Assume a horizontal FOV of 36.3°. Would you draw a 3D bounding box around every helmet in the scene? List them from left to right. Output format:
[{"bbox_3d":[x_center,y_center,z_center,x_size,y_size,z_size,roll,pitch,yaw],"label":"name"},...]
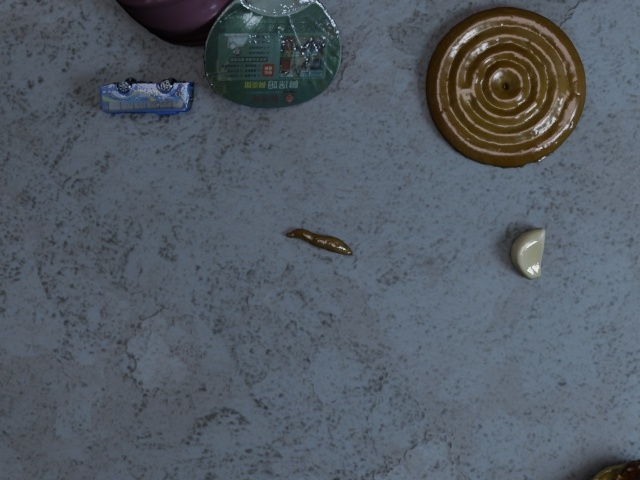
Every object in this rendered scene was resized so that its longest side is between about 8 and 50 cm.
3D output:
[{"bbox_3d":[-0.239,-0.478,1.530,0.270,0.197,0.338,-26,88,6],"label":"helmet"}]

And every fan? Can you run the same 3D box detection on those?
[{"bbox_3d":[-0.048,-0.333,1.534,0.223,0.012,0.294,25,107,-28],"label":"fan"}]

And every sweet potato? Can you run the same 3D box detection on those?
[{"bbox_3d":[0.000,0.000,1.586,0.115,0.026,0.026,19,90,6],"label":"sweet potato"}]

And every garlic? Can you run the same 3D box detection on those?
[{"bbox_3d":[0.330,0.021,1.555,0.053,0.041,0.083,0,97,-9],"label":"garlic"}]

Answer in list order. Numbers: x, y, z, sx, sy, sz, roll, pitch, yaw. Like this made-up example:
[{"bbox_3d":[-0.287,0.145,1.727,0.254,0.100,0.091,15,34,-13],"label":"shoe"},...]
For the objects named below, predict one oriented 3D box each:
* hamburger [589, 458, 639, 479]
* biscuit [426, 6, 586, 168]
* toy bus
[{"bbox_3d":[0.458,0.447,1.478,0.282,0.155,0.246,4,86,8],"label":"hamburger"},{"bbox_3d":[0.297,-0.245,1.563,0.261,0.037,0.262,0,88,4],"label":"biscuit"},{"bbox_3d":[-0.283,-0.237,1.600,0.152,0.051,0.061,0,101,4],"label":"toy bus"}]
